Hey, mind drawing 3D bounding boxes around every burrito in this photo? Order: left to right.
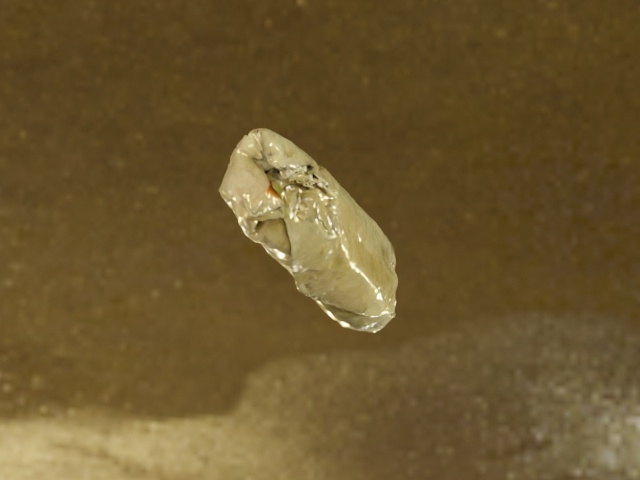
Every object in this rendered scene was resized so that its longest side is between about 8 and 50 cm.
[{"bbox_3d":[0.001,0.001,0.952,0.045,0.058,0.188,26,170,29],"label":"burrito"}]
